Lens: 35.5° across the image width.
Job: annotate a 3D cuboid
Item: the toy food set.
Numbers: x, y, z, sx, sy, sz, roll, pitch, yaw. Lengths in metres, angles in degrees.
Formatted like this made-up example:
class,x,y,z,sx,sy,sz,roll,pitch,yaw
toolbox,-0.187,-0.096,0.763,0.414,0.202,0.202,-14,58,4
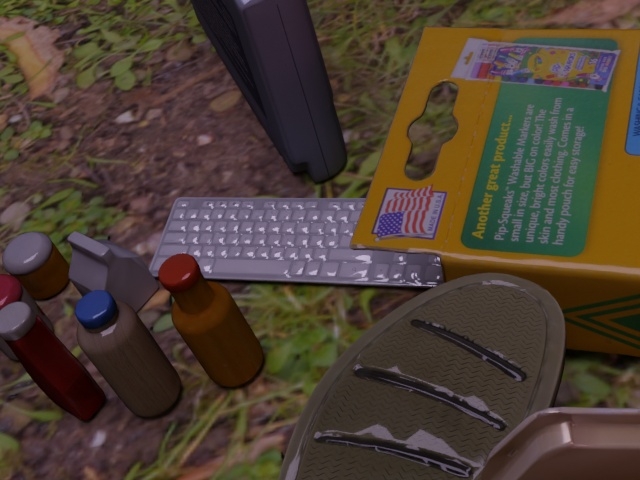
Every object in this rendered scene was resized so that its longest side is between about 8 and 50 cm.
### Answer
class,x,y,z,sx,sy,sz,roll,pitch,yaw
toy food set,-0.160,0.040,0.661,0.232,0.104,0.111,23,61,36

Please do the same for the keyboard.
class,x,y,z,sx,sy,sz,roll,pitch,yaw
keyboard,0.000,0.000,0.700,0.256,0.014,0.072,1,50,22

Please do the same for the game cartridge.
class,x,y,z,sx,sy,sz,roll,pitch,yaw
game cartridge,-0.068,-0.200,0.781,0.060,0.196,0.294,-28,46,-3

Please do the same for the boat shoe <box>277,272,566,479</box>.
class,x,y,z,sx,sy,sz,roll,pitch,yaw
boat shoe,0.033,0.151,0.486,0.113,0.103,0.302,18,58,30

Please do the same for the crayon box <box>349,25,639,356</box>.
class,x,y,z,sx,sy,sz,roll,pitch,yaw
crayon box,0.202,-0.034,0.594,0.323,0.083,0.203,5,52,20

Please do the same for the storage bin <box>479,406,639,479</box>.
class,x,y,z,sx,sy,sz,roll,pitch,yaw
storage bin,0.181,0.197,0.313,0.260,0.123,0.262,1,53,-2
